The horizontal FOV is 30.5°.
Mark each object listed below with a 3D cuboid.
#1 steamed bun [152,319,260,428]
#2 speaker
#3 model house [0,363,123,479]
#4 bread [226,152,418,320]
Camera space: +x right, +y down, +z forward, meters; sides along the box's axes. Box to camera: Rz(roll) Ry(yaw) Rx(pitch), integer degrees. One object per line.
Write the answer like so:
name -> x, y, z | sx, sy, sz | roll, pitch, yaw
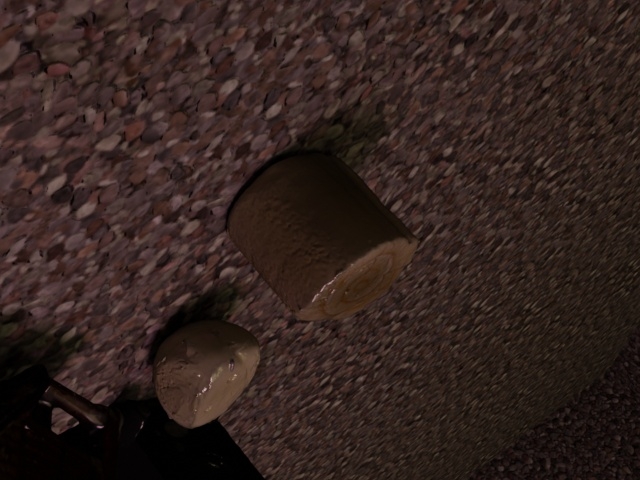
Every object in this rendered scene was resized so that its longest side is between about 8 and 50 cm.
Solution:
steamed bun -> -0.128, 0.136, 1.285 | 0.112, 0.091, 0.130 | -27, 151, -42
speaker -> -0.183, 0.335, 1.374 | 0.254, 0.232, 0.184 | -50, 158, 21
model house -> -0.355, 0.266, 1.003 | 0.317, 0.297, 0.282 | -24, 150, 16
bread -> 0.000, 0.000, 1.178 | 0.148, 0.141, 0.134 | -15, 145, -47
